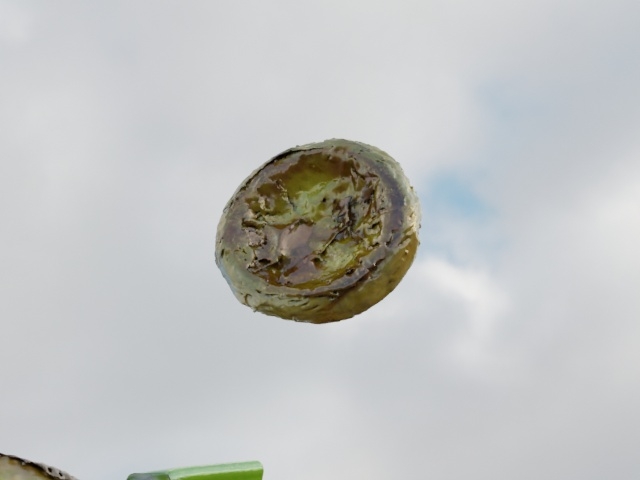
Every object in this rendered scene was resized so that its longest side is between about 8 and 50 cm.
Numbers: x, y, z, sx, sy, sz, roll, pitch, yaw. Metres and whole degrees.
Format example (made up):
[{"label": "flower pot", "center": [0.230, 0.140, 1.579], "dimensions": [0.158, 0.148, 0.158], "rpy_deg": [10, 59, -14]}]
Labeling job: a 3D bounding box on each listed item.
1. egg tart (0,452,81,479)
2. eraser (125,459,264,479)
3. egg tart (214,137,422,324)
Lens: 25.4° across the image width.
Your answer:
[{"label": "egg tart", "center": [-0.392, 0.366, 1.670], "dimensions": [0.443, 0.178, 0.443], "rpy_deg": [6, -30, 4]}, {"label": "eraser", "center": [-0.186, 0.455, 2.230], "dimensions": [0.092, 0.210, 0.274], "rpy_deg": [-12, -13, 32]}, {"label": "egg tart", "center": [0.000, 0.000, 1.867], "dimensions": [0.290, 0.290, 0.115], "rpy_deg": [-21, -38, 4]}]
